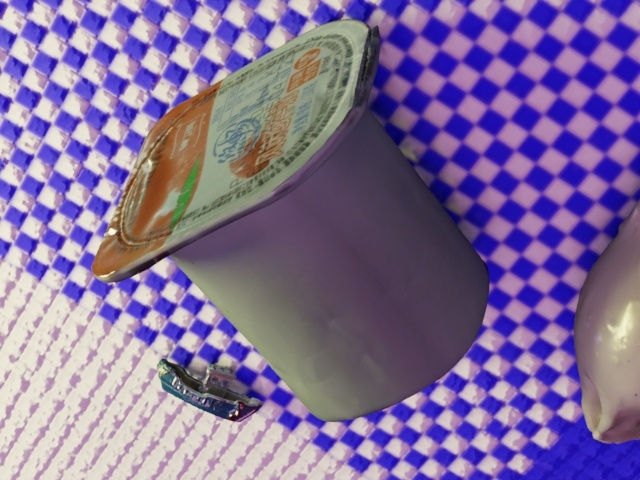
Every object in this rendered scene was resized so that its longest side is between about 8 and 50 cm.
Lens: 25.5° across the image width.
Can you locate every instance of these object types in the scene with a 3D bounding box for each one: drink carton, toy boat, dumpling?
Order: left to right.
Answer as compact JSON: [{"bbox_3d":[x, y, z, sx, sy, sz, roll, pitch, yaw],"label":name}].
[{"bbox_3d":[-0.081,0.106,1.038,0.083,0.038,0.038,25,124,-1],"label":"toy boat"},{"bbox_3d":[0.000,0.000,0.866,0.191,0.185,0.189,-27,114,25],"label":"drink carton"},{"bbox_3d":[0.236,0.049,0.882,0.155,0.111,0.181,0,145,-7],"label":"dumpling"}]
